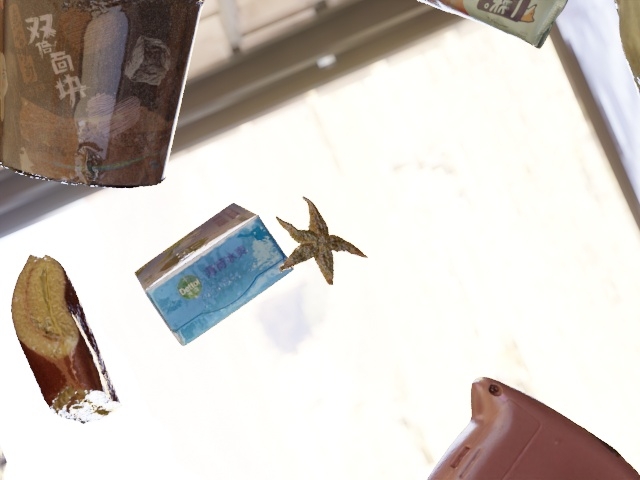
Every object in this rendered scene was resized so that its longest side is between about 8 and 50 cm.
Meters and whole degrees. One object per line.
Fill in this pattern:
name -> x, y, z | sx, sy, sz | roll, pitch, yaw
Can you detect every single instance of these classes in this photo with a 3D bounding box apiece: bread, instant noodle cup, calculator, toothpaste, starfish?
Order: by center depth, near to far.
starfish -> 0.000, 0.000, 1.510 | 0.016, 0.086, 0.092 | 128, 137, -58
calculator -> 0.229, 0.289, 1.531 | 0.330, 0.220, 0.048 | 41, 160, -8
toothpaste -> 0.159, -0.230, 1.589 | 0.036, 0.056, 0.205 | 28, -179, -37
instant noodle cup -> -0.224, -0.168, 1.613 | 0.217, 0.218, 0.207 | -123, 40, -72
bread -> -0.258, 0.114, 1.643 | 0.119, 0.067, 0.192 | -111, 1, -75

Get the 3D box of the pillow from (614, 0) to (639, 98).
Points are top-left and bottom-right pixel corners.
pillow -> 0.355, -0.266, 1.763 | 0.128, 0.051, 0.229 | 130, 135, -67

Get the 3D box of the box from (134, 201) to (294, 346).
box -> -0.115, 0.032, 1.713 | 0.073, 0.139, 0.194 | 56, 174, -10

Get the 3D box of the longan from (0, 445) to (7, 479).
longan -> -0.502, 0.277, 1.683 | 0.391, 0.391, 0.391 | 157, 90, -87
